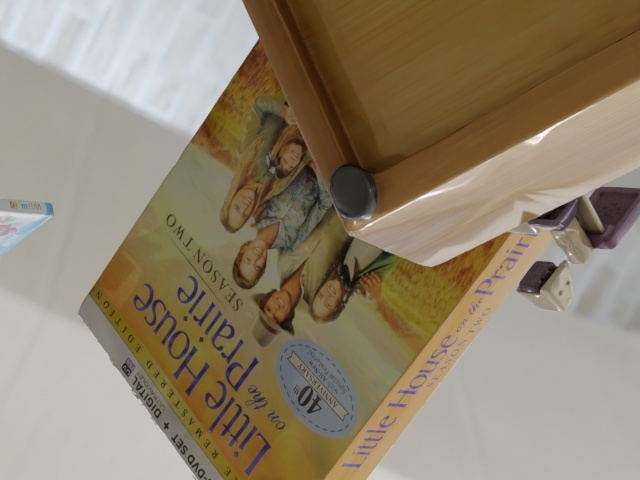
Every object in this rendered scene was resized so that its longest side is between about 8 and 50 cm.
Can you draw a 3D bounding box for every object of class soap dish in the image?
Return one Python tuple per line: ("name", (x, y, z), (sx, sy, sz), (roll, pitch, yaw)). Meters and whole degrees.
("soap dish", (0.085, -0.137, 0.761), (0.291, 0.229, 0.118), (-28, 173, 41))

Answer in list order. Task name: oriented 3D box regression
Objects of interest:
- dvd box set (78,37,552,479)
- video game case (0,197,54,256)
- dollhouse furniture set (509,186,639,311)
("dvd box set", (0.000, 0.000, 1.507), (0.420, 0.062, 0.308), (-54, -125, 21))
("video game case", (-0.337, -0.010, 1.684), (0.119, 0.166, 0.015), (-33, -117, 41))
("dollhouse furniture set", (0.089, -0.025, 0.979), (0.114, 0.081, 0.091), (6, -133, 49))
